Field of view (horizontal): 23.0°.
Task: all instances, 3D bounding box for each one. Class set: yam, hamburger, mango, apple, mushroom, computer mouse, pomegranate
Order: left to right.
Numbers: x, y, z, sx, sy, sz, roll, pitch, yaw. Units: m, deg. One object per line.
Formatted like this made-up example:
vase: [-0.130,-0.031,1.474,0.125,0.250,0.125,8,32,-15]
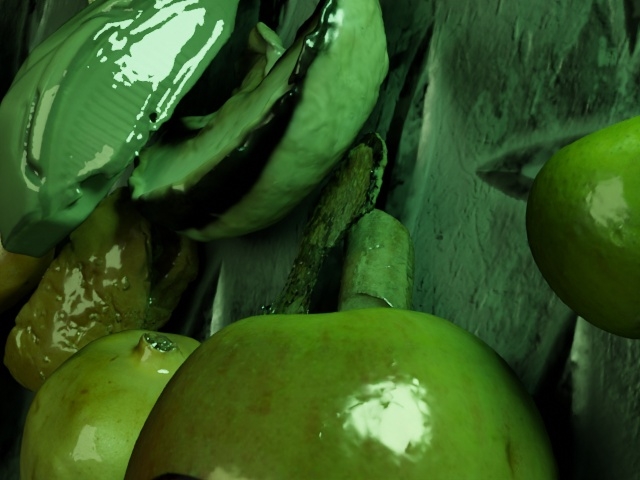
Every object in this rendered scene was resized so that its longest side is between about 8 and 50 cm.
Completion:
mango: [-0.417,0.019,1.906,0.252,0.126,0.154,-10,47,37]
hamburger: [-0.235,0.074,1.680,0.262,0.124,0.131,-54,44,21]
computer mouse: [-0.226,-0.177,1.656,0.429,0.145,0.228,-55,14,-20]
pomegranate: [-0.174,0.196,1.501,0.233,0.233,0.233,-20,61,43]
mushroom: [-0.049,-0.123,1.556,0.344,0.130,0.247,-44,23,25]
apple: [0.011,0.200,1.196,0.338,0.338,0.305,-12,67,46]
yam: [0.052,0.035,1.410,0.070,0.069,0.146,-42,23,31]
apple: [0.247,-0.015,1.128,0.196,0.196,0.157,-30,75,38]

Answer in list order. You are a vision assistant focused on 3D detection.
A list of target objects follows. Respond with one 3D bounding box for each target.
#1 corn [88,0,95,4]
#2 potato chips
corn: [-0.217,-0.331,1.843,0.211,0.087,0.087,-60,42,13]
potato chips: [0.004,0.002,1.454,0.220,0.029,0.202,-60,14,13]
